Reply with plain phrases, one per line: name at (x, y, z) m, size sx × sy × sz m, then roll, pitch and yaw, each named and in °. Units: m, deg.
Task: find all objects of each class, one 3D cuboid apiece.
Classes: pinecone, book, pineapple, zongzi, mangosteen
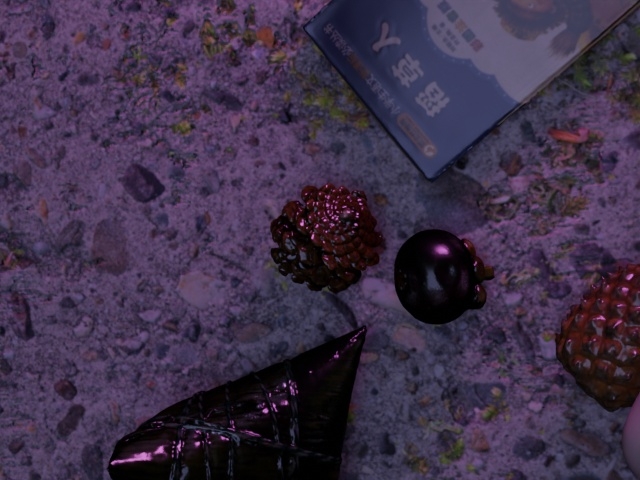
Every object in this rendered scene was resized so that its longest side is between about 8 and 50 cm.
pinecone at (0.000, 0.000, 1.930) m, size 0.174 × 0.173 × 0.173 m, roll 2°, pitch 97°, yaw 16°
book at (0.222, -0.329, 1.881) m, size 0.428 × 0.039 × 0.300 m, roll -41°, pitch 85°, yaw 16°
pineapple at (0.479, 0.068, 1.795) m, size 0.361 × 0.175 × 0.175 m, roll -44°, pitch 84°, yaw 13°
zongzi at (-0.089, 0.268, 1.964) m, size 0.384 × 0.319 × 0.362 m, roll 16°, pitch 91°, yaw -4°
mangosteen at (0.180, 0.052, 1.904) m, size 0.151 × 0.137 × 0.137 m, roll -1°, pitch 97°, yaw -18°

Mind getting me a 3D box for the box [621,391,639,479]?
box at (0.542, 0.166, 1.717) m, size 0.141 × 0.289 × 0.349 m, roll 41°, pitch 117°, yaw 38°
